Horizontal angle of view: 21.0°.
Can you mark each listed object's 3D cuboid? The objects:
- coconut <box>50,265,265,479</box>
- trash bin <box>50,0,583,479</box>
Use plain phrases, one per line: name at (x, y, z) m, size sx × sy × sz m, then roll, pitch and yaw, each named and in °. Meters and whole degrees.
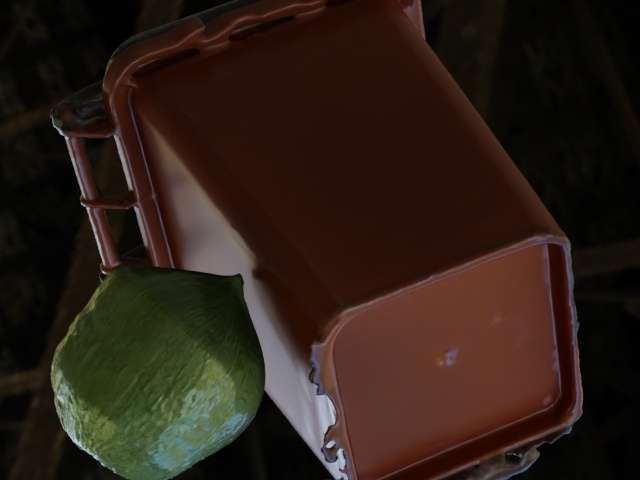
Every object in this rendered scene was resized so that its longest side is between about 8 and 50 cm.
coconut at (-0.064, 0.051, 0.712) m, size 0.096 × 0.088 × 0.088 m, roll -46°, pitch -145°, yaw -3°
trash bin at (0.000, 0.000, 0.779) m, size 0.184 × 0.161 × 0.239 m, roll -20°, pitch -141°, yaw -11°
